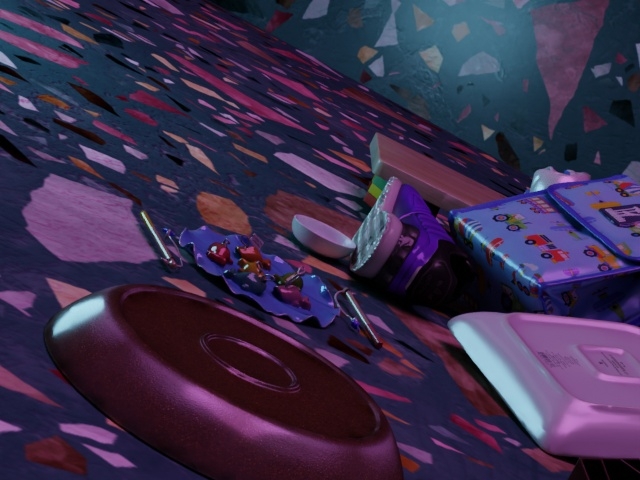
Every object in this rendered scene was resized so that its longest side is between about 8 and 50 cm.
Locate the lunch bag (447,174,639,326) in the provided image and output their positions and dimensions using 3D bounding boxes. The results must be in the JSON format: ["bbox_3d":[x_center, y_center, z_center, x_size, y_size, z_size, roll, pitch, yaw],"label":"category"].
[{"bbox_3d":[0.342,0.019,2.021,0.293,0.138,0.221,-19,32,-19],"label":"lunch bag"}]

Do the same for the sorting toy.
[{"bbox_3d":[0.179,-0.047,2.413,0.257,0.089,0.255,27,12,-5],"label":"sorting toy"}]

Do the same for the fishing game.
[{"bbox_3d":[-0.057,0.028,1.676,0.264,0.041,0.189,23,15,-22],"label":"fishing game"}]

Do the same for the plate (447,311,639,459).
[{"bbox_3d":[0.309,0.149,1.759,0.278,0.045,0.277,6,24,-22],"label":"plate"}]

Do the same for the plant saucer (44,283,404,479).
[{"bbox_3d":[-0.063,0.112,1.268,0.311,0.050,0.310,25,12,-6],"label":"plant saucer"}]

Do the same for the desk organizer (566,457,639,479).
[{"bbox_3d":[0.269,0.231,1.485,0.047,0.050,0.130,35,14,33],"label":"desk organizer"}]

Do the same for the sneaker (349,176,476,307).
[{"bbox_3d":[0.119,0.017,2.002,0.146,0.102,0.293,30,16,-4],"label":"sneaker"}]

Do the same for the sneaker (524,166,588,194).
[{"bbox_3d":[0.389,0.000,2.295,0.323,0.130,0.236,24,39,-62],"label":"sneaker"}]

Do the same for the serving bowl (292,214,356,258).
[{"bbox_3d":[0.000,0.000,1.953,0.083,0.027,0.083,26,12,-6],"label":"serving bowl"}]
